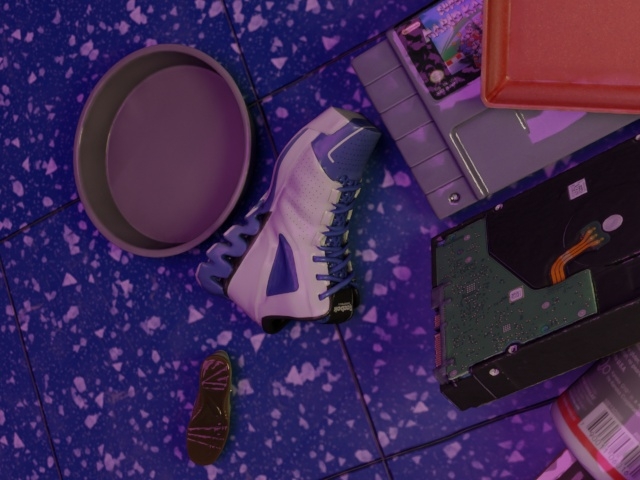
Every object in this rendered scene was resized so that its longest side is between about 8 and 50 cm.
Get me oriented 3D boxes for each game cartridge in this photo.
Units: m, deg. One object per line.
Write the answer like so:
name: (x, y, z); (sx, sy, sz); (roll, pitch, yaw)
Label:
game cartridge: (0.232, -0.199, 1.134); (0.355, 0.068, 0.230); (-28, 99, 23)

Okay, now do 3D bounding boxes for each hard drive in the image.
hard drive: (0.272, 0.021, 1.055); (0.339, 0.064, 0.236); (-28, 34, 26)

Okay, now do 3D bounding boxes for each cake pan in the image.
cake pan: (-0.211, -0.122, 1.390); (0.293, 0.054, 0.293); (-2, 86, 26)

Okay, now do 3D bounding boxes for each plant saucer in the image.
plant saucer: (0.299, -0.261, 1.028); (0.259, 0.048, 0.259); (5, 112, 17)

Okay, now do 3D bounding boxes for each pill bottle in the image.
pill bottle: (0.387, 0.134, 1.020); (0.283, 0.161, 0.161); (-47, 69, 15)

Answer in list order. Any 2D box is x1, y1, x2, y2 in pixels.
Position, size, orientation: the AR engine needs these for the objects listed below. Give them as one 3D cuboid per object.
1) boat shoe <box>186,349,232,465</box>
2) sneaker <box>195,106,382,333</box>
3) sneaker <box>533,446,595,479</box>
boat shoe: (-0.145, 0.224, 1.348); (0.056, 0.048, 0.153); (6, 97, 3)
sneaker: (-0.001, 0.001, 1.252); (0.182, 0.127, 0.315); (45, 113, 17)
sneaker: (0.259, 0.316, 1.126); (0.192, 0.064, 0.086); (-50, 63, 12)
